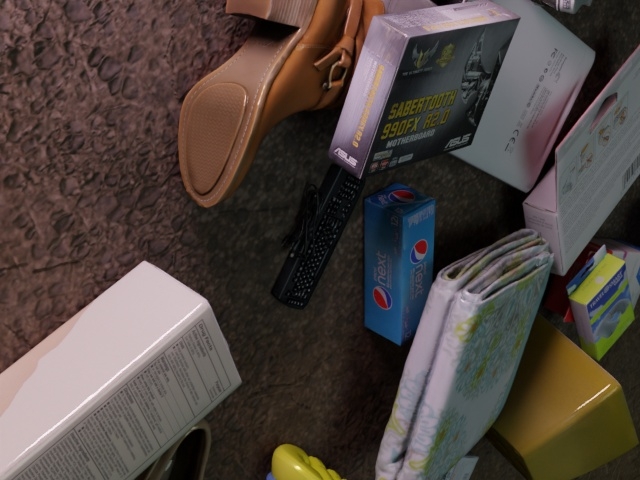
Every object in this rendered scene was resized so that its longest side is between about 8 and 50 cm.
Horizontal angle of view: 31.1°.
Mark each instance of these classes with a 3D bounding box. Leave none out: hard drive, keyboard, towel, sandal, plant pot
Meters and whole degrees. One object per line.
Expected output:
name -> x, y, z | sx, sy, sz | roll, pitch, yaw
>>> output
hard drive -> 0.241, -0.217, 1.580 | 0.353, 0.047, 0.233 | 19, 98, -51
keyboard -> 0.000, 0.000, 1.455 | 0.100, 0.038, 0.192 | 19, 97, -51
towel -> 0.206, 0.182, 1.680 | 0.320, 0.090, 0.374 | -22, 132, -55
sandal -> 0.021, 0.414, 1.629 | 0.317, 0.126, 0.138 | 38, 91, -24
plant pot -> 0.374, 0.286, 1.914 | 0.187, 0.212, 0.212 | -39, 138, -8

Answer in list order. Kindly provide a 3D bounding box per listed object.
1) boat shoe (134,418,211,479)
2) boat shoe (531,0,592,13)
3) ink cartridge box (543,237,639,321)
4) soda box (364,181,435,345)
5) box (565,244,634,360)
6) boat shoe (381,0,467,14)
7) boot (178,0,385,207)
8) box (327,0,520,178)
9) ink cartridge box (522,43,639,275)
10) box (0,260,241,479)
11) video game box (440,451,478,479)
boat shoe -> -0.209, 0.342, 1.373 | 0.122, 0.110, 0.341 | -9, 118, -45
boat shoe -> 0.335, -0.358, 1.570 | 0.219, 0.070, 0.077 | -37, 136, -61
ink cartridge box -> 0.468, 0.067, 1.972 | 0.231, 0.078, 0.134 | 3, 109, -48
soda box -> 0.106, 0.033, 1.562 | 0.067, 0.071, 0.210 | -28, 131, -37
box -> 0.462, 0.104, 1.892 | 0.109, 0.042, 0.178 | -45, 138, -19
boat shoe -> 0.148, -0.326, 1.373 | 0.112, 0.095, 0.335 | 14, 102, -50
boot -> -0.036, -0.167, 1.281 | 0.220, 0.109, 0.283 | 4, 102, -53
box -> 0.124, -0.181, 1.352 | 0.231, 0.056, 0.183 | -19, 138, -47
ink cartridge box -> 0.411, -0.135, 1.766 | 0.296, 0.066, 0.261 | -47, 141, -30
box -> -0.247, 0.181, 1.226 | 0.311, 0.121, 0.148 | -40, 136, -25
video game box -> 0.156, 0.432, 1.876 | 0.187, 0.048, 0.205 | 15, 101, -52
